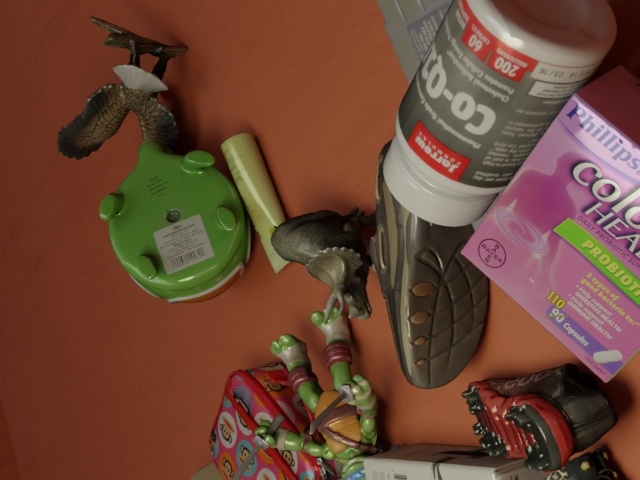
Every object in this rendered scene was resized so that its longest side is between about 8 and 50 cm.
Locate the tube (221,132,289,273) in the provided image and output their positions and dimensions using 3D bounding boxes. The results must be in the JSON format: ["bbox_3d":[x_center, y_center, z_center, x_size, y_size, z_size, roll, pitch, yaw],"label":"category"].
[{"bbox_3d":[-0.102,-0.067,1.714,0.062,0.070,0.240,-24,79,8],"label":"tube"}]

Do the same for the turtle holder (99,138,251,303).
[{"bbox_3d":[-0.264,-0.026,1.786,0.320,0.243,0.227,35,166,21],"label":"turtle holder"}]

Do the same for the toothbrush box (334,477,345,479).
[{"bbox_3d":[0.003,0.502,1.554,0.122,0.206,0.283,54,135,33],"label":"toothbrush box"}]

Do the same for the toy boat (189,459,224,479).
[{"bbox_3d":[-0.139,0.512,1.842,0.231,0.151,0.151,49,164,38],"label":"toy boat"}]

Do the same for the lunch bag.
[{"bbox_3d":[-0.062,0.354,1.702,0.293,0.120,0.258,45,127,39],"label":"lunch bag"}]

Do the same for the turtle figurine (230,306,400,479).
[{"bbox_3d":[-0.014,0.232,1.490,0.197,0.275,0.266,114,150,-43],"label":"turtle figurine"}]

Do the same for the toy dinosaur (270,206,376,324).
[{"bbox_3d":[0.000,0.000,1.493,0.313,0.160,0.121,34,123,45],"label":"toy dinosaur"}]

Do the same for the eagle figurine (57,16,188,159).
[{"bbox_3d":[-0.359,-0.249,1.934,0.226,0.225,0.298,32,112,35],"label":"eagle figurine"}]

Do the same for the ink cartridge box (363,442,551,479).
[{"bbox_3d":[0.194,0.383,1.339,0.273,0.114,0.197,-12,86,56],"label":"ink cartridge box"}]

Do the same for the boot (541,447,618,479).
[{"bbox_3d":[0.352,0.314,1.130,0.236,0.085,0.178,-54,52,45],"label":"boot"}]

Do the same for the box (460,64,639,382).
[{"bbox_3d":[0.306,-0.014,1.044,0.213,0.117,0.243,44,133,15],"label":"box"}]

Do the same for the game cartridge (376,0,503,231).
[{"bbox_3d":[0.204,-0.194,1.196,0.230,0.068,0.355,-16,99,58],"label":"game cartridge"}]

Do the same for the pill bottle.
[{"bbox_3d":[0.177,-0.151,1.069,0.161,0.161,0.283,60,146,27],"label":"pill bottle"}]

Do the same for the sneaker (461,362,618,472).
[{"bbox_3d":[0.267,0.208,1.221,0.276,0.135,0.097,166,82,-78],"label":"sneaker"}]

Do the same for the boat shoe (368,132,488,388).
[{"bbox_3d":[0.140,0.019,1.352,0.130,0.132,0.355,178,93,-64],"label":"boat shoe"}]
